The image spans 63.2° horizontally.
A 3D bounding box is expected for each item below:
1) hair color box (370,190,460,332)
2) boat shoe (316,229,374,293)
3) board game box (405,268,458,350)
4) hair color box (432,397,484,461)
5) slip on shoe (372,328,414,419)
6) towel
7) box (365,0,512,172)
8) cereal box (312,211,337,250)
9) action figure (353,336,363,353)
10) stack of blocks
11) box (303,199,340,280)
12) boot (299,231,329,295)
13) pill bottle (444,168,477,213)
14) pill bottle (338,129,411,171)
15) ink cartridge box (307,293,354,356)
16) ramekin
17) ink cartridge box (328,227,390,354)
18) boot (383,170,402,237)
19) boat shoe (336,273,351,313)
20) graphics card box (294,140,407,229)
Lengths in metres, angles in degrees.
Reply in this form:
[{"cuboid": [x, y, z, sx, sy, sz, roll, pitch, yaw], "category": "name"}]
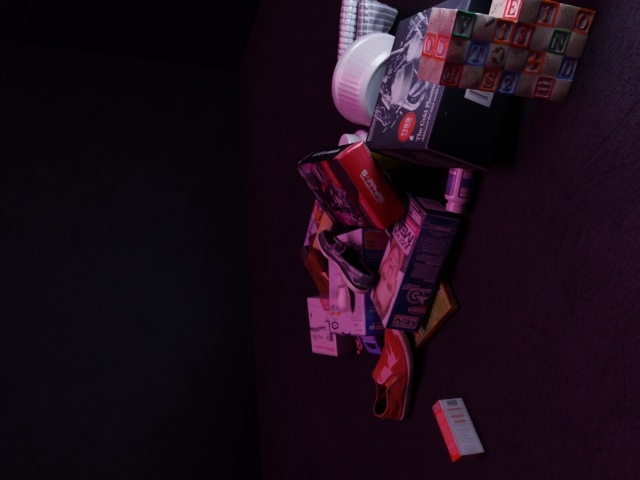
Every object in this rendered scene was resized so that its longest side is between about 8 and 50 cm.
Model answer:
[{"cuboid": [0.249, 0.059, 1.428, 0.174, 0.105, 0.346, -110, 32, -64], "category": "hair color box"}, {"cuboid": [0.075, 0.046, 1.559, 0.254, 0.095, 0.079, 57, 133, 38], "category": "boat shoe"}, {"cuboid": [0.295, 0.205, 1.467, 0.259, 0.039, 0.124, 118, 147, -45], "category": "board game box"}, {"cuboid": [0.339, 0.466, 1.288, 0.043, 0.072, 0.141, 113, 151, -44], "category": "hair color box"}, {"cuboid": [0.208, 0.389, 1.543, 0.123, 0.102, 0.330, -132, 40, -66], "category": "slip on shoe"}, {"cuboid": [0.148, -0.622, 1.625, 0.284, 0.122, 0.234, -43, -41, -61], "category": "towel"}, {"cuboid": [0.284, -0.354, 1.232, 0.312, 0.179, 0.342, -155, 80, -68], "category": "box"}, {"cuboid": [0.059, -0.089, 1.885, 0.240, 0.047, 0.172, -52, -15, -49], "category": "cereal box"}, {"cuboid": [0.138, 0.352, 1.882, 0.038, 0.030, 0.115, -22, 71, 62], "category": "action figure"}, {"cuboid": [0.349, -0.370, 0.986, 0.087, 0.298, 0.171, -126, 41, -59], "category": "stack of blocks"}, {"cuboid": [0.000, 0.000, 2.212, 0.200, 0.057, 0.293, -115, 33, -49], "category": "box"}, {"cuboid": [0.025, 0.116, 2.031, 0.264, 0.096, 0.280, -45, 63, 50], "category": "boot"}, {"cuboid": [0.348, -0.131, 1.298, 0.067, 0.067, 0.120, -139, 54, -63], "category": "pill bottle"}, {"cuboid": [0.168, -0.270, 1.568, 0.117, 0.215, 0.117, -179, 90, -69], "category": "pill bottle"}, {"cuboid": [0.038, 0.320, 1.978, 0.159, 0.092, 0.217, -5, 92, 52], "category": "ink cartridge box"}, {"cuboid": [0.180, -0.449, 1.501, 0.127, 0.273, 0.272, 43, 130, 46], "category": "ramekin"}, {"cuboid": [0.141, 0.172, 1.705, 0.270, 0.151, 0.394, 162, 110, -67], "category": "ink cartridge box"}, {"cuboid": [0.226, -0.098, 1.622, 0.176, 0.089, 0.244, -13, -99, -80], "category": "boot"}, {"cuboid": [0.075, 0.165, 1.627, 0.046, 0.038, 0.125, -12, 80, 25], "category": "boat shoe"}, {"cuboid": [0.073, -0.156, 1.501, 0.232, 0.094, 0.371, 55, 167, -17], "category": "graphics card box"}]
